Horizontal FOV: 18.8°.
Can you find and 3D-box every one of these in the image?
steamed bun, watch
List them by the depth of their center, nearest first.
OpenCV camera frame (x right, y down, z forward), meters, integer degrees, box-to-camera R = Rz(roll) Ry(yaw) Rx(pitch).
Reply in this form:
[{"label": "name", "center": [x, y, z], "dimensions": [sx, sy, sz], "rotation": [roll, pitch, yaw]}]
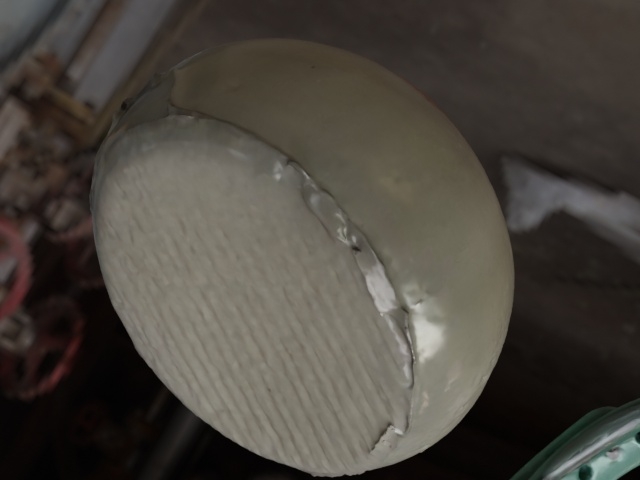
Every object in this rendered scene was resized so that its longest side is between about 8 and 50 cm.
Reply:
[{"label": "watch", "center": [0.179, 0.188, 1.174], "dimensions": [0.068, 0.237, 0.195], "rotation": [54, 176, -32]}, {"label": "steamed bun", "center": [0.000, 0.000, 1.587], "dimensions": [0.374, 0.241, 0.374], "rotation": [24, 133, 28]}]
